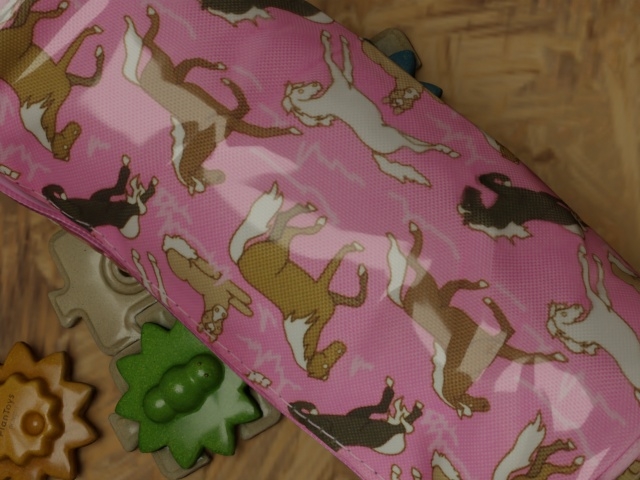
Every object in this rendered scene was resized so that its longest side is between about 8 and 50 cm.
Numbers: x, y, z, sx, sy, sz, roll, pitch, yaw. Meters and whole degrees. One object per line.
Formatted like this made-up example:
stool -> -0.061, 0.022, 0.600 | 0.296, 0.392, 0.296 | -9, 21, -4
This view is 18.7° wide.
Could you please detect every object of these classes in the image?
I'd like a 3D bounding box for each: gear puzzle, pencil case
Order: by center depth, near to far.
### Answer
pencil case -> 0.000, 0.000, 0.943 | 0.386, 0.167, 0.160 | 41, 136, 9
gear puzzle -> -0.067, 0.027, 1.057 | 0.339, 0.044, 0.175 | -31, 77, 12
